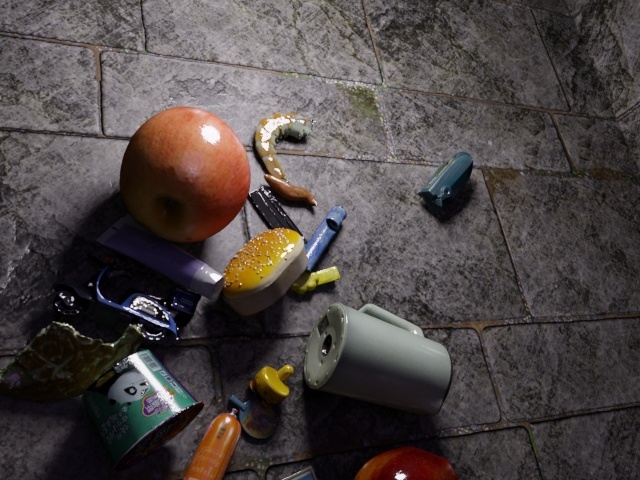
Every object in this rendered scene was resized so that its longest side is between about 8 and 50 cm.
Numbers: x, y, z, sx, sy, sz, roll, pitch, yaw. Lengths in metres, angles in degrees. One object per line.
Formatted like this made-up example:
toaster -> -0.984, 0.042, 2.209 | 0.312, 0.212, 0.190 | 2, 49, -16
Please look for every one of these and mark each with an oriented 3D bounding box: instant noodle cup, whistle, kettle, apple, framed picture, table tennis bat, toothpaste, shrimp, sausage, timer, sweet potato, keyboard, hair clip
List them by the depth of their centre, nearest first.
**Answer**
instant noodle cup -> -0.433, 0.394, 1.524 | 0.251, 0.251, 0.190 | -30, 73, -35
sausage -> -0.279, 0.562, 1.597 | 0.093, 0.093, 0.312 | 30, 55, -10
apple -> 0.224, 0.696, 1.668 | 0.317, 0.288, 0.288 | -14, 71, -46
framed picture -> -0.065, 0.680, 1.692 | 0.149, 0.011, 0.109 | -15, 72, -32
table tennis bat -> -0.186, 0.475, 1.734 | 0.155, 0.019, 0.100 | 41, 55, -5
timer -> -0.126, 0.392, 1.752 | 0.107, 0.109, 0.107 | 46, 12, -12
toothpaste -> -0.435, 0.042, 1.758 | 0.372, 0.079, 0.125 | 29, 54, 12
apple -> -0.381, -0.174, 1.764 | 0.364, 0.364, 0.363 | 12, 60, -21
kettle -> 0.167, 0.325, 1.890 | 0.377, 0.250, 0.361 | 21, 28, -19
hair clip -> -0.021, 0.124, 1.986 | 0.173, 0.046, 0.072 | -9, 65, -28
whistle -> 0.000, 0.000, 2.035 | 0.062, 0.062, 0.304 | 38, 48, -5
keyboard -> -0.137, -0.065, 2.045 | 0.087, 0.017, 0.250 | -33, 83, -37
sweet potato -> -0.100, -0.161, 2.094 | 0.202, 0.058, 0.055 | 25, 13, -18
shrimp -> -0.136, -0.334, 2.156 | 0.185, 0.068, 0.286 | 24, 58, -12

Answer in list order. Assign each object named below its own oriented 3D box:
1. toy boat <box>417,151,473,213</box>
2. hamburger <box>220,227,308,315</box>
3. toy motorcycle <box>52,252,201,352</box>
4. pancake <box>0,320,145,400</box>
toy boat -> 0.478, -0.230, 2.378 | 0.296, 0.122, 0.114 | -48, 113, -26
hamburger -> -0.166, 0.082, 1.830 | 0.295, 0.227, 0.151 | -46, 113, -39
toy motorcycle -> -0.513, 0.161, 1.677 | 0.359, 0.125, 0.212 | 26, 47, -16
pancake -> -0.613, 0.282, 1.538 | 0.377, 0.054, 0.197 | -12, 106, -15
